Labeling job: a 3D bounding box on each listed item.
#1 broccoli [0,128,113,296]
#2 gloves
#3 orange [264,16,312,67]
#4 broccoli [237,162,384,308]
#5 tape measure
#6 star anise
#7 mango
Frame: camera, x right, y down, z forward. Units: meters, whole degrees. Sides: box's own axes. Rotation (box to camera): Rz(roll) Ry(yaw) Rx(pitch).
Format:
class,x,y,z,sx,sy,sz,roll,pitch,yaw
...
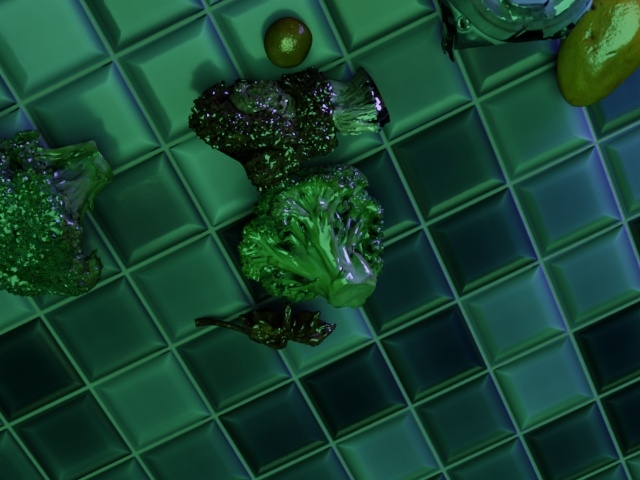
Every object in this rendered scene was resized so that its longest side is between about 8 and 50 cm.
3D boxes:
class,x,y,z,sx,sy,sz,roll,pitch,yaw
broccoli,-0.441,-0.049,1.492,0.275,0.308,0.307,-36,115,-19
gloves,-0.048,-0.186,1.503,0.313,0.210,0.135,-5,136,-5
orange,-0.051,-0.310,1.523,0.085,0.085,0.085,-3,112,-7
broccoli,0.000,0.000,1.584,0.262,0.241,0.269,-6,144,-26
tape measure,0.305,-0.424,1.487,0.256,0.147,0.274,-7,114,-6
star anise,-0.083,0.154,1.692,0.177,0.234,0.073,21,71,-40
mango,0.467,-0.320,1.571,0.147,0.109,0.227,16,110,-16
